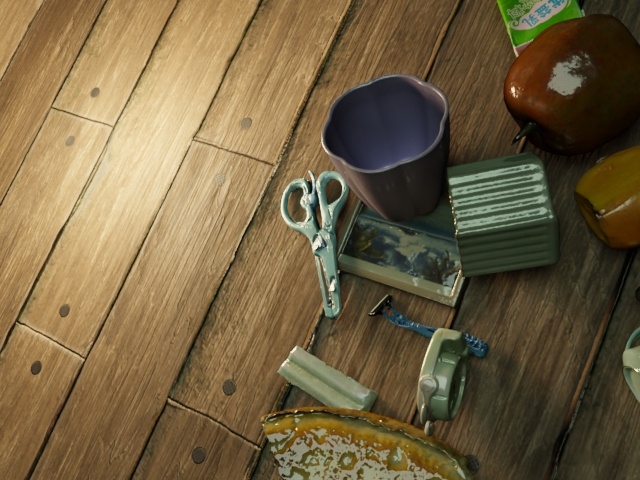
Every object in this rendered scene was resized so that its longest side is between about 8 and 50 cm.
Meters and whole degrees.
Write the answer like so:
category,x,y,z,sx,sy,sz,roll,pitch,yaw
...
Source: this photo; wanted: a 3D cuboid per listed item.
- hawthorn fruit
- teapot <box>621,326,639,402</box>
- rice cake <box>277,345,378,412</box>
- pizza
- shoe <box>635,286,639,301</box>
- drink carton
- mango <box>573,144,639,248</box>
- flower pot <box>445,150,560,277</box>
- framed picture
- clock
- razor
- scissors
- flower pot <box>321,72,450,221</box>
category,x,y,z,sx,sy,sz,roll,pitch,yaw
hawthorn fruit,0.488,-0.292,1.382,0.301,0.268,0.268,-40,60,-8
teapot,0.623,0.229,1.220,0.159,0.159,0.232,-43,32,5
rice cake,0.012,0.311,1.514,0.226,0.040,0.085,27,85,29
pizza,0.057,0.539,1.366,0.440,0.130,0.406,10,76,16
shoe,0.714,0.089,1.252,0.275,0.103,0.098,-11,81,22
drink carton,0.485,-0.540,1.574,0.161,0.108,0.271,-19,66,19
mango,0.632,-0.098,1.336,0.257,0.138,0.187,-26,45,9
flower pot,0.354,-0.052,1.381,0.189,0.239,0.209,-10,103,10
framed picture,0.194,-0.001,1.556,0.315,0.024,0.232,17,78,27
clock,0.234,0.278,1.345,0.062,0.151,0.191,9,59,25
razor,0.229,0.185,1.466,0.253,0.042,0.082,19,39,27
scissors,0.000,0.000,1.615,0.180,0.032,0.393,-21,59,22
flower pot,0.157,-0.182,1.496,0.265,0.243,0.265,-8,57,13
